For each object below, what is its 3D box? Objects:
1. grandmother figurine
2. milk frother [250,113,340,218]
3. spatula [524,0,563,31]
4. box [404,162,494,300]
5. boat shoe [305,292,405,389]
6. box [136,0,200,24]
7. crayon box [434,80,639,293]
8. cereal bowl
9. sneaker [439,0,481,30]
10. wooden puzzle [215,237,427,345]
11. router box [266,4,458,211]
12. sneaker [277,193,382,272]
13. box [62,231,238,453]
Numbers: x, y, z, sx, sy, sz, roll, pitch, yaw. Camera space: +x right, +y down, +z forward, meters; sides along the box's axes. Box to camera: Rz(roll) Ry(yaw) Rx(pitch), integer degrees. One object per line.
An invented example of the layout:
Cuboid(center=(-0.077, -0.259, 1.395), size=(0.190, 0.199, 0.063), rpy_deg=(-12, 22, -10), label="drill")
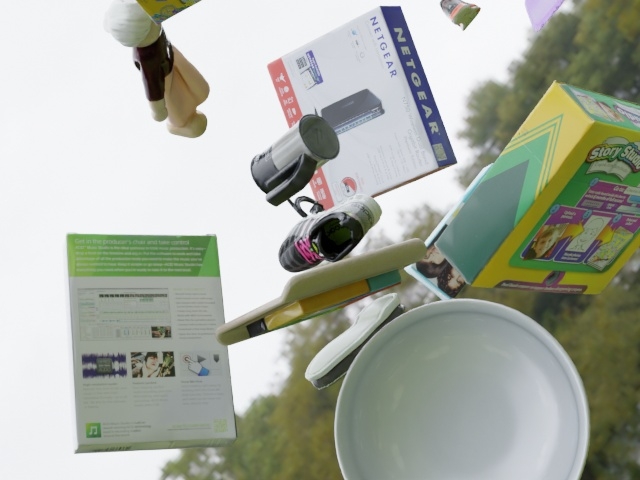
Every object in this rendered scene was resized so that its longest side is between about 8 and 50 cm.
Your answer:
Cuboid(center=(-0.264, -0.300, 2.057), size=(0.104, 0.208, 0.342), rpy_deg=(-19, -21, 2), label="grandmother figurine")
Cuboid(center=(-0.016, -0.107, 2.028), size=(0.143, 0.129, 0.135), rpy_deg=(17, -36, -35), label="milk frother")
Cuboid(center=(0.296, -0.425, 1.885), size=(0.030, 0.296, 0.084), rpy_deg=(15, -52, -38), label="spatula")
Cuboid(center=(0.266, -0.014, 2.269), size=(0.244, 0.100, 0.060), rpy_deg=(-51, 2, -9), label="box")
Cuboid(center=(0.065, 0.167, 1.948), size=(0.081, 0.069, 0.228), rpy_deg=(-15, 19, 47), label="boat shoe")
Cuboid(center=(-0.188, -0.488, 1.680), size=(0.279, 0.177, 0.290), rpy_deg=(-27, -32, 11), label="box")
Cuboid(center=(0.398, -0.068, 1.948), size=(0.363, 0.106, 0.313), rpy_deg=(6, -53, -46), label="crayon box")
Cuboid(center=(0.196, 0.250, 1.709), size=(0.339, 0.339, 0.141), rpy_deg=(-54, -15, 3), label="cereal bowl")
Cuboid(center=(0.282, -0.474, 2.588), size=(0.061, 0.065, 0.158), rpy_deg=(-51, -13, 11), label="sneaker")
Cuboid(center=(0.001, 0.076, 1.644), size=(0.221, 0.044, 0.238), rpy_deg=(-16, -12, -31), label="wooden puzzle")
Cuboid(center=(0.078, -0.253, 2.503), size=(0.301, 0.335, 0.082), rpy_deg=(-23, -4, 36), label="router box")
Cuboid(center=(0.000, 0.000, 1.622), size=(0.170, 0.063, 0.075), rpy_deg=(-29, 11, 35), label="sneaker")
Cuboid(center=(-0.251, 0.144, 1.841), size=(0.232, 0.322, 0.058), rpy_deg=(1, -22, -20), label="box")
